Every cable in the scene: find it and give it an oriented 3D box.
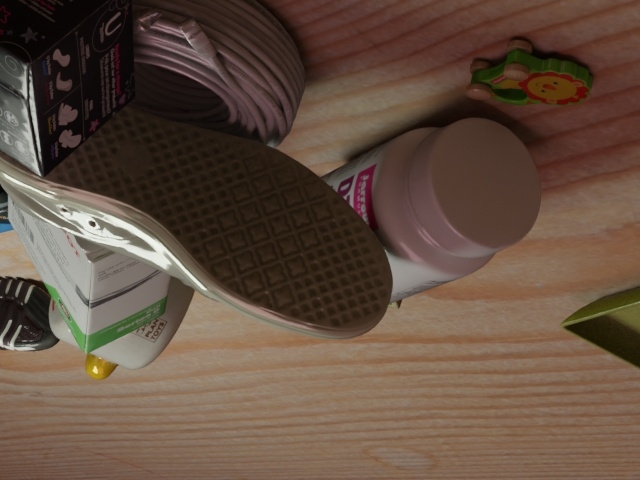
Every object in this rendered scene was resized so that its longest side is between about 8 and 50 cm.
[{"bbox_3d":[-0.143,-0.176,1.647,0.257,0.089,0.257,-1,151,40],"label":"cable"}]

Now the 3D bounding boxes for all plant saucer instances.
[{"bbox_3d":[0.411,0.103,1.920,0.188,0.045,0.188,27,156,-21],"label":"plant saucer"}]

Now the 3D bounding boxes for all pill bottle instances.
[{"bbox_3d":[0.095,-0.026,1.714,0.160,0.160,0.283,27,155,-21],"label":"pill bottle"}]

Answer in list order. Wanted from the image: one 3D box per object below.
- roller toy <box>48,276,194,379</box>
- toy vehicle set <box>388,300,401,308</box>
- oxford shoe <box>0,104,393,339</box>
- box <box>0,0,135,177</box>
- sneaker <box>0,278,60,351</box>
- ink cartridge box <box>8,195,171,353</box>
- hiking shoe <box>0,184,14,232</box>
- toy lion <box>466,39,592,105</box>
[{"bbox_3d":[-0.251,0.066,2.129,0.146,0.209,0.191,27,150,-22],"label":"roller toy"},{"bbox_3d":[0.000,0.000,2.002,0.166,0.035,0.267,10,156,19],"label":"toy vehicle set"},{"bbox_3d":[-0.134,-0.028,1.654,0.449,0.169,0.130,24,156,5],"label":"oxford shoe"},{"bbox_3d":[-0.306,-0.205,1.510,0.247,0.142,0.163,33,147,19],"label":"box"},{"bbox_3d":[-0.478,0.129,2.586,0.281,0.106,0.162,15,164,35],"label":"sneaker"},{"bbox_3d":[-0.265,-0.026,1.884,0.211,0.121,0.289,59,160,15],"label":"ink cartridge box"},{"bbox_3d":[-0.483,-0.049,2.147,0.304,0.113,0.132,4,152,31],"label":"hiking shoe"},{"bbox_3d":[0.200,-0.148,1.533,0.096,0.034,0.100,20,159,-24],"label":"toy lion"}]
